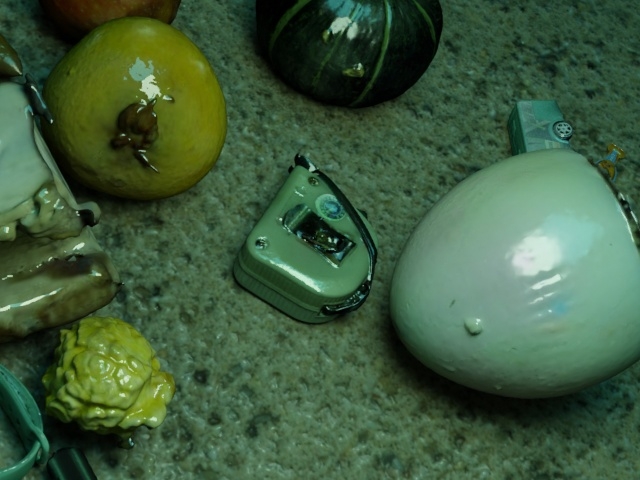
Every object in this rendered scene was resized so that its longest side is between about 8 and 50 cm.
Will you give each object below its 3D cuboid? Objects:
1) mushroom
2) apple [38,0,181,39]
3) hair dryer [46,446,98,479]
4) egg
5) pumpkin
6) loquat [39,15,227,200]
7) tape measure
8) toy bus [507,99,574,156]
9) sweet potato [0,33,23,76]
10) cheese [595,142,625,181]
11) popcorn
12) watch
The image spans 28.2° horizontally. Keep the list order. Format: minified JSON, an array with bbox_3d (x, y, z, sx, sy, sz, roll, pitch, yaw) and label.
[{"bbox_3d":[-0.472,0.024,1.581,0.397,0.314,0.224,-27,65,-12],"label":"mushroom"},{"bbox_3d":[-0.331,-0.406,2.019,0.229,0.230,0.230,11,52,-15],"label":"apple"},{"bbox_3d":[-0.218,0.363,1.583,0.244,0.116,0.302,-14,56,-33],"label":"hair dryer"},{"bbox_3d":[0.265,0.073,1.853,0.339,0.354,0.355,-22,65,-10],"label":"egg"},{"bbox_3d":[0.048,-0.378,2.133,0.323,0.241,0.323,10,54,-14],"label":"pumpkin"},{"bbox_3d":[-0.267,-0.188,1.841,0.274,0.275,0.275,11,52,-15],"label":"loquat"},{"bbox_3d":[0.000,0.000,1.923,0.207,0.115,0.235,30,50,2],"label":"tape measure"},{"bbox_3d":[0.392,-0.124,2.201,0.109,0.091,0.262,2,54,-9],"label":"toy bus"},{"bbox_3d":[-0.525,-0.311,1.963,0.206,0.060,0.068,44,14,13],"label":"sweet potato"},{"bbox_3d":[0.522,-0.137,2.308,0.047,0.017,0.111,36,50,1],"label":"cheese"},{"bbox_3d":[-0.274,0.182,1.645,0.180,0.180,0.170,-14,98,-31],"label":"popcorn"},{"bbox_3d":[-0.458,0.230,1.595,0.237,0.068,0.195,30,47,4],"label":"watch"}]
